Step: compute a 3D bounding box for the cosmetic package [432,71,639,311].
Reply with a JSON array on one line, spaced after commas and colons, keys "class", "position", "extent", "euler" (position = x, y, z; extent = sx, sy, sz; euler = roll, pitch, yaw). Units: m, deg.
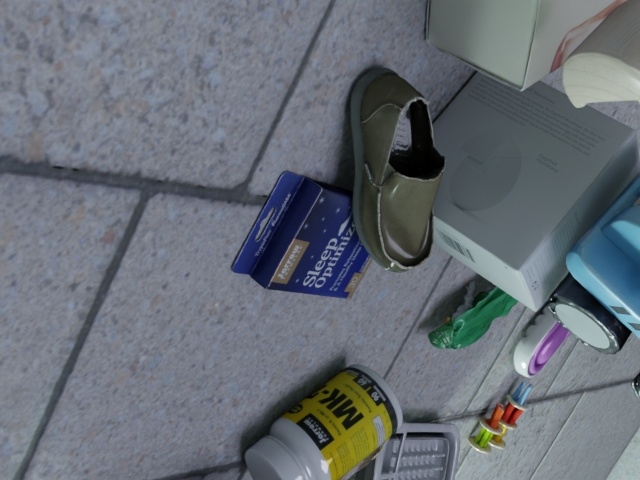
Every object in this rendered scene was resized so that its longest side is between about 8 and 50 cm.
[{"class": "cosmetic package", "position": [0.244, -0.074, 1.219], "extent": [0.225, 0.224, 0.138], "euler": [-49, 148, -6]}]

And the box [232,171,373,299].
[{"class": "box", "position": [0.000, 0.000, 1.153], "extent": [0.225, 0.036, 0.136], "euler": [12, 111, -55]}]

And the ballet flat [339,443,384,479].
[{"class": "ballet flat", "position": [0.009, 0.365, 1.446], "extent": [0.250, 0.058, 0.084], "euler": [-37, -171, -25]}]

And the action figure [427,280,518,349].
[{"class": "action figure", "position": [0.255, 0.115, 1.570], "extent": [0.232, 0.063, 0.137], "euler": [-29, 143, -40]}]

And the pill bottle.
[{"class": "pill bottle", "position": [0.005, 0.274, 1.343], "extent": [0.208, 0.119, 0.119], "euler": [-33, 143, -31]}]

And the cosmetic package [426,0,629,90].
[{"class": "cosmetic package", "position": [0.275, -0.307, 1.106], "extent": [0.296, 0.153, 0.129], "euler": [-32, 141, -29]}]

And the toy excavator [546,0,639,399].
[{"class": "toy excavator", "position": [0.399, -0.015, 1.022], "extent": [0.222, 0.433, 0.445], "euler": [-44, 174, -14]}]

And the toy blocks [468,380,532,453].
[{"class": "toy blocks", "position": [0.375, 0.358, 1.971], "extent": [0.123, 0.054, 0.148], "euler": [3, 118, -54]}]

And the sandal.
[{"class": "sandal", "position": [0.545, 0.121, 1.917], "extent": [0.416, 0.102, 0.169], "euler": [-50, 148, -6]}]

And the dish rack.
[{"class": "dish rack", "position": [0.132, 0.450, 1.655], "extent": [0.332, 0.072, 0.286], "euler": [18, 80, -57]}]

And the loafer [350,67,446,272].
[{"class": "loafer", "position": [0.091, -0.067, 1.096], "extent": [0.094, 0.087, 0.251], "euler": [-27, 122, -25]}]
